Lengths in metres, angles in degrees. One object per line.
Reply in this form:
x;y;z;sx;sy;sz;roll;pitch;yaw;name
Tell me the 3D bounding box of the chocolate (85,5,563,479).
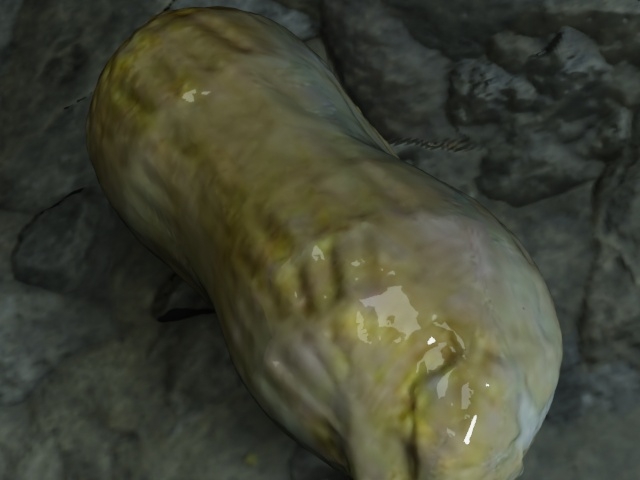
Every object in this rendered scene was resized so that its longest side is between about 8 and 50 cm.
0.000;0.000;0.865;0.134;0.134;0.309;-36;49;-4;chocolate
